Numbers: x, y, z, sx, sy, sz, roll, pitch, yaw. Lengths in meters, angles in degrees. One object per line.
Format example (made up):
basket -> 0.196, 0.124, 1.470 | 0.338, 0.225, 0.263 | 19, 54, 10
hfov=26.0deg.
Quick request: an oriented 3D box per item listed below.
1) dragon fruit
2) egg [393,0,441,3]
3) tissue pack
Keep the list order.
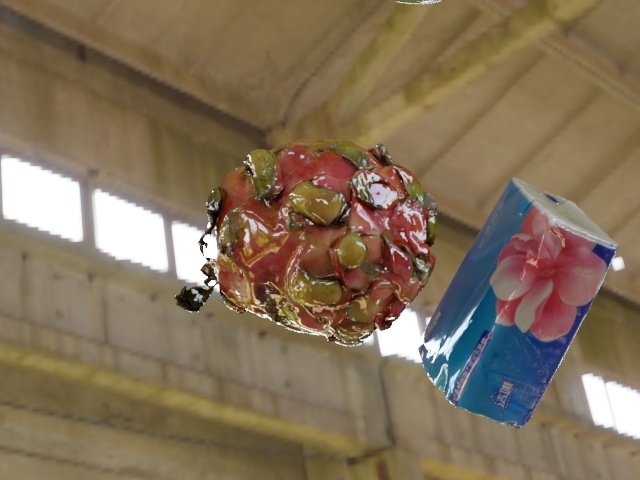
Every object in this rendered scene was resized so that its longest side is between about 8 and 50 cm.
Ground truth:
dragon fruit -> 0.000, 0.000, 1.630 | 0.269, 0.291, 0.250 | 10, -81, -24
egg -> 0.089, -0.255, 1.157 | 0.152, 0.114, 0.114 | -19, -30, -2
tissue pack -> 0.240, 0.073, 1.751 | 0.137, 0.209, 0.269 | 22, -75, -13
